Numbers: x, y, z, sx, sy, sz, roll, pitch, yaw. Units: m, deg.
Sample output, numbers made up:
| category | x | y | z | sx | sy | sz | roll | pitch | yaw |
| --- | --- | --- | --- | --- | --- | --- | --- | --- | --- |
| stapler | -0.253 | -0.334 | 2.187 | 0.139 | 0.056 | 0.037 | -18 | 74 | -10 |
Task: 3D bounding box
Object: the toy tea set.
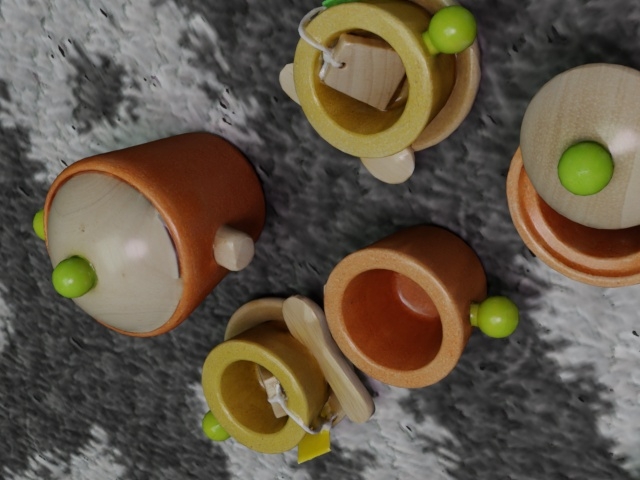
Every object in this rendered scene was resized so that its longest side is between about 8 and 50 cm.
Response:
| category | x | y | z | sx | sy | sz | roll | pitch | yaw |
| --- | --- | --- | --- | --- | --- | --- | --- | --- | --- |
| toy tea set | 0.000 | 0.000 | 0.463 | 0.336 | 0.124 | 0.200 | -34 | 92 | 39 |
